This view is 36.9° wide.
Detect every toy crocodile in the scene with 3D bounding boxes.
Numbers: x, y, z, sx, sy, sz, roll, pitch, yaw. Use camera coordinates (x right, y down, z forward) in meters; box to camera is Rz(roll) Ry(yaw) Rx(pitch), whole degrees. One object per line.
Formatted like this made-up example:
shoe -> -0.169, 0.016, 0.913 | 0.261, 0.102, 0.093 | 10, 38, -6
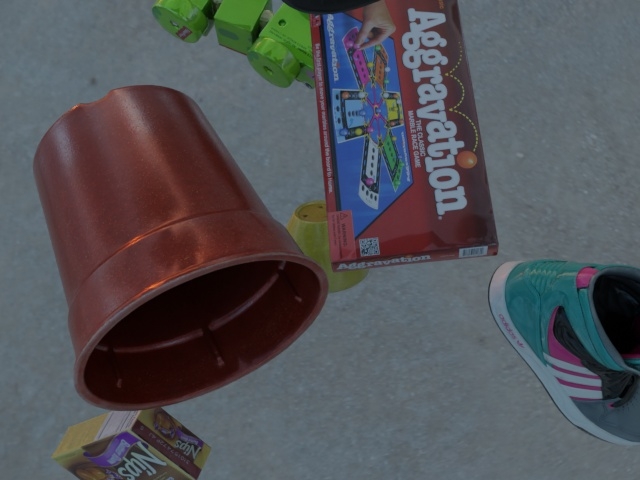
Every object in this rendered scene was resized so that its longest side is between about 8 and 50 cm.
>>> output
toy crocodile -> -0.083, -0.261, 1.149 | 0.341, 0.105, 0.115 | 28, 74, 10

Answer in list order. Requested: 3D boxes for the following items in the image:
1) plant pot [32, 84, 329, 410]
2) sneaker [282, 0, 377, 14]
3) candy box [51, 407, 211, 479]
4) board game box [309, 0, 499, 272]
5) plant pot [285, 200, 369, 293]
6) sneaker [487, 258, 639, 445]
plant pot -> -0.170, -0.004, 1.019 | 0.272, 0.272, 0.265 | -41, 60, 21
sneaker -> 0.088, -0.214, 0.505 | 0.270, 0.090, 0.145 | -15, 55, -3
candy box -> -0.235, 0.262, 1.182 | 0.187, 0.109, 0.053 | -24, 30, 42
board game box -> 0.070, -0.111, 0.879 | 0.145, 0.027, 0.281 | -6, 65, 2
plant pot -> 0.000, 0.000, 1.352 | 0.134, 0.134, 0.095 | 14, 124, 31
sneaker -> 0.338, 0.125, 1.062 | 0.178, 0.295, 0.124 | -10, 41, 55
